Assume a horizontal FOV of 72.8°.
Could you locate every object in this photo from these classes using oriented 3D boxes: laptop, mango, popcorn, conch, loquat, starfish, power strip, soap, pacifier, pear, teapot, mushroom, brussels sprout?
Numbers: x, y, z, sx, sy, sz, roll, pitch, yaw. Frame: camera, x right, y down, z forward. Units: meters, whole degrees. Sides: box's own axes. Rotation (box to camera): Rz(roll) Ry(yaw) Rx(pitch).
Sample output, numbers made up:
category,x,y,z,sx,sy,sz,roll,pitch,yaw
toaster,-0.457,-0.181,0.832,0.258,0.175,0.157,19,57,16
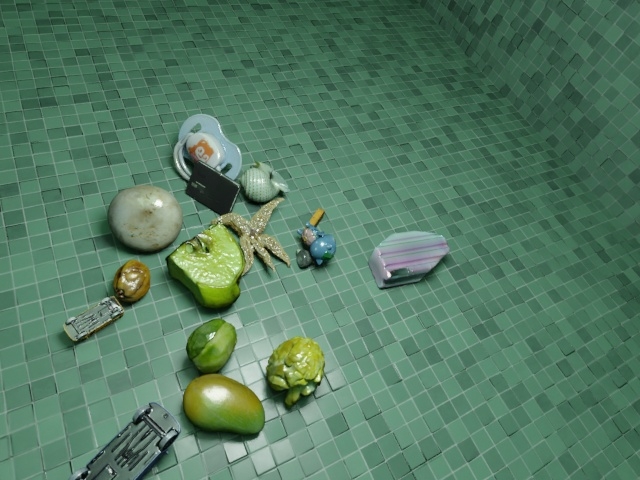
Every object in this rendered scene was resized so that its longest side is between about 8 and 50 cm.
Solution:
category,x,y,z,sx,sy,sz,roll,pitch,yaw
laptop,-0.416,-0.199,1.676,0.207,0.154,0.026,31,25,6
mango,-0.277,0.482,1.269,0.250,0.114,0.157,17,51,-4
popcorn,-0.075,0.410,1.353,0.197,0.198,0.213,-7,85,-20
conch,-0.236,-0.219,1.747,0.199,0.131,0.172,30,22,-29
loquat,-0.612,0.134,1.403,0.112,0.137,0.137,20,54,-7
starfish,-0.222,0.004,1.628,0.301,0.084,0.294,-17,67,-21
power strip,-0.032,-0.062,1.745,0.028,0.049,0.178,26,54,10
soap,0.357,0.064,1.732,0.323,0.109,0.193,-9,60,-20
pacifier,-0.439,-0.361,1.771,0.300,0.244,0.233,54,25,-4
pear,-0.355,0.097,1.481,0.255,0.164,0.238,40,53,9
teapot,-0.057,0.063,1.653,0.056,0.066,0.088,4,30,-36
mushroom,-0.607,-0.087,1.527,0.243,0.244,0.244,7,55,-11
brussels sprout,-0.333,0.324,1.315,0.131,0.183,0.145,24,33,6

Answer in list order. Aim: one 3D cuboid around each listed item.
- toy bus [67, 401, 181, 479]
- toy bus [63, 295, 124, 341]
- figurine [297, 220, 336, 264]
category,x,y,z,sx,sy,sz,roll,pitch,yaw
toy bus,-0.503,0.577,1.132,0.125,0.133,0.292,35,57,16
toy bus,-0.695,0.246,1.336,0.162,0.074,0.070,-35,79,-34
figurine,-0.001,0.004,1.646,0.178,0.114,0.144,46,18,27
